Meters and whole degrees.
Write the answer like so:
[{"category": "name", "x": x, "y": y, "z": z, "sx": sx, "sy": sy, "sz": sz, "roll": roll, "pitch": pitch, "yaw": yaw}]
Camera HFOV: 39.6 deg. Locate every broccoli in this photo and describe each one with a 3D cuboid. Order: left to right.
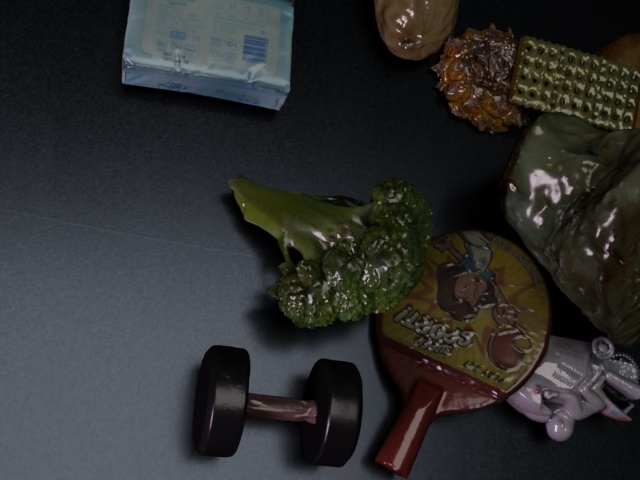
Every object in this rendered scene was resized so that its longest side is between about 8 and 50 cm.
[{"category": "broccoli", "x": 0.019, "y": 0.030, "z": 1.342, "sx": 0.302, "sy": 0.186, "sz": 0.254, "roll": -5, "pitch": 53, "yaw": 13}]

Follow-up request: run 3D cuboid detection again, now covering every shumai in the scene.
[{"category": "shumai", "x": 0.444, "y": -0.051, "z": 1.378, "sx": 0.324, "sy": 0.397, "sz": 0.323, "roll": -49, "pitch": 51, "yaw": -3}]

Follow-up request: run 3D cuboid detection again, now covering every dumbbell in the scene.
[{"category": "dumbbell", "x": -0.061, "y": 0.233, "z": 1.249, "sx": 0.218, "sy": 0.152, "sz": 0.153, "roll": 9, "pitch": 71, "yaw": -14}]

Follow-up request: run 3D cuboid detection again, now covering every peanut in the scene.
[{"category": "peanut", "x": 0.163, "y": -0.462, "z": 1.534, "sx": 0.143, "sy": 0.159, "sz": 0.291, "roll": 7, "pitch": 69, "yaw": -42}]

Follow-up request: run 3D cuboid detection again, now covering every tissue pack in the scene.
[{"category": "tissue pack", "x": -0.179, "y": -0.318, "z": 1.424, "sx": 0.263, "sy": 0.089, "sz": 0.177, "roll": 7, "pitch": 70, "yaw": -12}]

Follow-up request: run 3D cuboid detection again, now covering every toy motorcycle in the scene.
[{"category": "toy motorcycle", "x": 0.386, "y": 0.233, "z": 1.408, "sx": 0.260, "sy": 0.110, "sz": 0.171, "roll": 15, "pitch": 75, "yaw": -11}]

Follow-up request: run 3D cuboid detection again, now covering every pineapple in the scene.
[{"category": "pineapple", "x": 0.304, "y": -0.293, "z": 1.565, "sx": 0.224, "sy": 0.076, "sz": 0.225, "roll": 5, "pitch": 74, "yaw": -16}]

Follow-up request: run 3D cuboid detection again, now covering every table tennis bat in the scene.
[{"category": "table tennis bat", "x": 0.197, "y": 0.167, "z": 1.370, "sx": 0.268, "sy": 0.051, "sz": 0.415, "roll": 24, "pitch": 72, "yaw": 15}]

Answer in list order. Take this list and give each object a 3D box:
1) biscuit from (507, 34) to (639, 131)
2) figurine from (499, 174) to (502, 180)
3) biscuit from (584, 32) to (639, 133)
[{"category": "biscuit", "x": 0.444, "y": -0.270, "z": 1.535, "sx": 0.231, "sy": 0.016, "sz": 0.139, "roll": 15, "pitch": 75, "yaw": -4}, {"category": "figurine", "x": 0.381, "y": -0.127, "z": 1.541, "sx": 0.143, "sy": 0.068, "sz": 0.101, "roll": 0, "pitch": 78, "yaw": -3}, {"category": "biscuit", "x": 0.596, "y": -0.231, "z": 1.614, "sx": 0.296, "sy": 0.102, "sz": 0.296, "roll": 4, "pitch": 75, "yaw": -14}]
